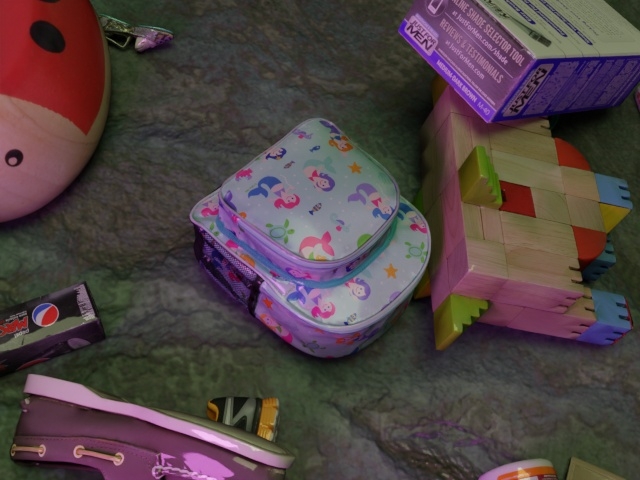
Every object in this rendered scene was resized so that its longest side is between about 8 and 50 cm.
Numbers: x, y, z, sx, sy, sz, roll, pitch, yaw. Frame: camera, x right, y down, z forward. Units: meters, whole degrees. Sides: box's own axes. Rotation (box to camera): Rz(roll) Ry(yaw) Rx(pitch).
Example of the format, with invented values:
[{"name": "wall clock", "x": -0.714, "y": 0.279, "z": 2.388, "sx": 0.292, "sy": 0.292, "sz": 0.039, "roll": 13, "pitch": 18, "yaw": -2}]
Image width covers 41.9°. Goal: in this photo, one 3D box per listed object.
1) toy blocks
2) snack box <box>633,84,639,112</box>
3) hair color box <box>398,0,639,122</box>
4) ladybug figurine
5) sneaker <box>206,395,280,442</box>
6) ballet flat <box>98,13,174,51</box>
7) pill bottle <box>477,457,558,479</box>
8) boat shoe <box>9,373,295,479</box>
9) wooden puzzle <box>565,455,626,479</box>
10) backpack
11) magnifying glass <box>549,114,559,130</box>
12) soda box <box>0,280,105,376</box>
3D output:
[{"name": "toy blocks", "x": 0.268, "y": -0.032, "z": 1.048, "sx": 0.261, "sy": 0.190, "sz": 0.381, "roll": 11, "pitch": 53, "yaw": -15}, {"name": "snack box", "x": 0.512, "y": -0.152, "z": 1.221, "sx": 0.064, "sy": 0.022, "sz": 0.178, "roll": 1, "pitch": 60, "yaw": -9}, {"name": "hair color box", "x": 0.285, "y": -0.262, "z": 1.107, "sx": 0.339, "sy": 0.110, "sz": 0.185, "roll": -12, "pitch": 55, "yaw": -44}, {"name": "ladybug figurine", "x": -0.427, "y": -0.238, "z": 1.066, "sx": 0.305, "sy": 0.162, "sz": 0.449, "roll": -6, "pitch": 61, "yaw": -11}, {"name": "sneaker", "x": -0.102, "y": 0.259, "z": 0.875, "sx": 0.083, "sy": 0.084, "sz": 0.215, "roll": 12, "pitch": 50, "yaw": 3}, {"name": "ballet flat", "x": -0.267, "y": -0.291, "z": 1.195, "sx": 0.114, "sy": 0.041, "sz": 0.041, "roll": 14, "pitch": 59, "yaw": 1}, {"name": "pill bottle", "x": 0.225, "y": 0.314, "z": 0.878, "sx": 0.086, "sy": 0.086, "sz": 0.152, "roll": -7, "pitch": 62, "yaw": -11}, {"name": "boat shoe", "x": -0.176, "y": 0.210, "z": 0.825, "sx": 0.324, "sy": 0.116, "sz": 0.096, "roll": 8, "pitch": 74, "yaw": 27}, {"name": "wooden puzzle", "x": 0.309, "y": 0.289, "z": 0.947, "sx": 0.116, "sy": 0.014, "sz": 0.078, "roll": 28, "pitch": 56, "yaw": 9}, {"name": "backpack", "x": 0.000, "y": 0.000, "z": 0.980, "sx": 0.253, "sy": 0.191, "sz": 0.225, "roll": 45, "pitch": 63, "yaw": 12}, {"name": "magnifying glass", "x": 0.333, "y": -0.233, "z": 1.246, "sx": 0.092, "sy": 0.026, "sz": 0.231, "roll": 31, "pitch": 63, "yaw": 11}, {"name": "soda box", "x": -0.333, "y": 0.107, "z": 0.939, "sx": 0.169, "sy": 0.060, "sz": 0.053, "roll": -19, "pitch": 63, "yaw": -17}]
